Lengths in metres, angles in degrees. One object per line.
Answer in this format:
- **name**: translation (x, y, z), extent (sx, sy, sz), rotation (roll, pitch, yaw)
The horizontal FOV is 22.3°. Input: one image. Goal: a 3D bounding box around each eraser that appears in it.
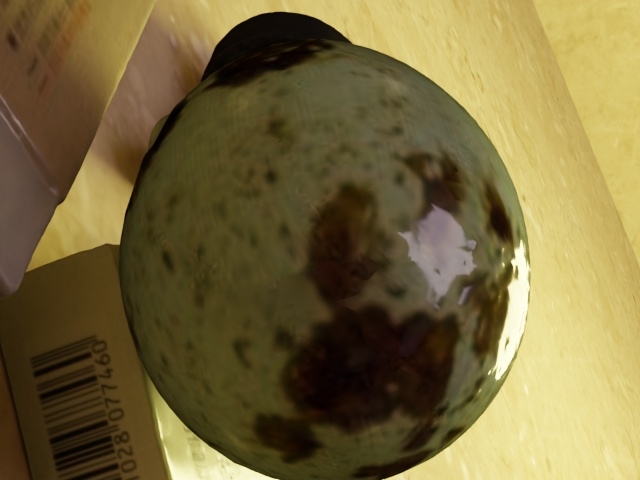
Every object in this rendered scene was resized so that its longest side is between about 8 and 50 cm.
- **eraser**: translation (-0.152, -0.114, 0.723), extent (0.144, 0.078, 0.343), rotation (60, 22, -27)

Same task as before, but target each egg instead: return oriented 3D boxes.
- **egg**: translation (0.000, 0.000, 0.682), extent (0.169, 0.169, 0.231), rotation (58, 12, -31)

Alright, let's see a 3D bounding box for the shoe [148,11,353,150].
- **shoe**: translation (-0.017, -0.075, 0.995), extent (0.291, 0.114, 0.137), rotation (2, 75, -73)

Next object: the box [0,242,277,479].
- **box**: translation (-0.051, 0.097, 0.803), extent (0.256, 0.069, 0.164), rotation (15, 57, -67)
